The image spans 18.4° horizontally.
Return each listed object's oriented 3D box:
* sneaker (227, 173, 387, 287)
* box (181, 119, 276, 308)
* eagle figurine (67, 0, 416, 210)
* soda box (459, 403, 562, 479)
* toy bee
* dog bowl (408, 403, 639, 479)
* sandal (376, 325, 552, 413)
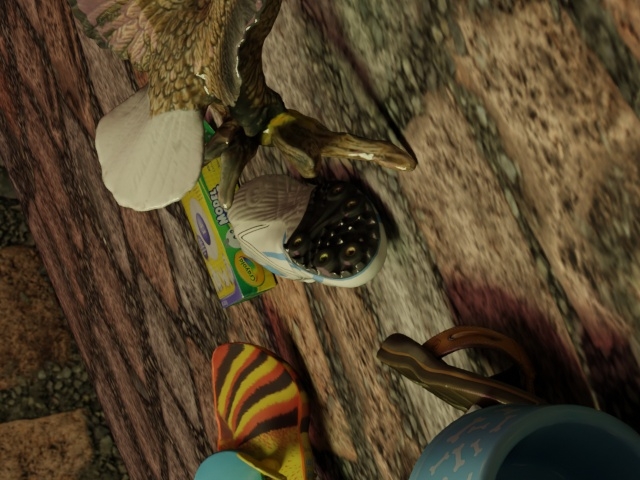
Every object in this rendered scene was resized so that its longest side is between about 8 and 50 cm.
[{"bbox_3d":[0.000,0.000,1.594,0.086,0.085,0.237,47,170,-24],"label":"sneaker"},{"bbox_3d":[-0.102,-0.026,1.961,0.105,0.043,0.179,148,103,-74],"label":"box"},{"bbox_3d":[-0.070,-0.187,1.376,0.225,0.226,0.298,-97,-5,-49],"label":"eagle figurine"},{"bbox_3d":[0.104,0.168,1.331,0.074,0.069,0.216,32,169,4],"label":"soda box"},{"bbox_3d":[-0.037,0.252,1.932,0.195,0.162,0.298,-55,-31,-71],"label":"toy bee"},{"bbox_3d":[0.163,0.231,1.161,0.074,0.166,0.297,-36,74,62],"label":"dog bowl"},{"bbox_3d":[0.109,0.090,1.334,0.090,0.060,0.219,36,176,-20],"label":"sandal"}]
